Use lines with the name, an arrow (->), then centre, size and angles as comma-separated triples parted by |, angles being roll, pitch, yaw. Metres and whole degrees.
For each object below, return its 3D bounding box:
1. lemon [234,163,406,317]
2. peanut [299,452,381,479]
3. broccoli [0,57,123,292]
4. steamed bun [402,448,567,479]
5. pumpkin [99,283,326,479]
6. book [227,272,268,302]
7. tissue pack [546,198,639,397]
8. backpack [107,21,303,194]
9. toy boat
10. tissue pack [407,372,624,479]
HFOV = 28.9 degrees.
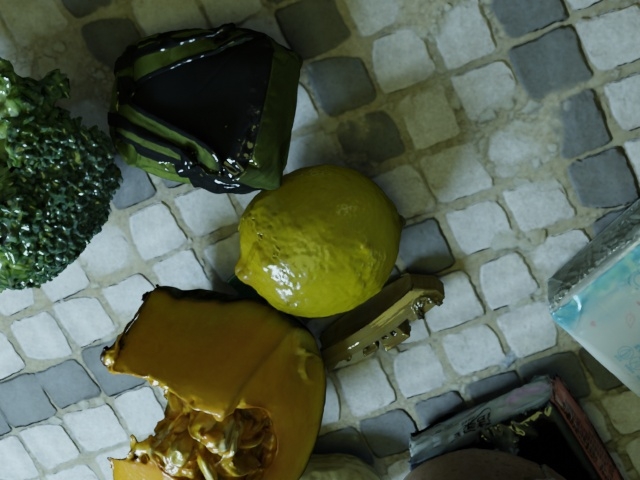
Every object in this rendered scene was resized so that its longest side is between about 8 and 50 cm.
lemon -> 0.000, 0.000, 1.573 | 0.231, 0.192, 0.192 | -18, 112, -11
peanut -> -0.045, 0.354, 1.797 | 0.274, 0.111, 0.125 | 11, 126, 9
broccoli -> -0.434, -0.105, 1.591 | 0.397, 0.275, 0.353 | 25, 112, 27
steamed bun -> 0.248, 0.390, 1.562 | 0.301, 0.251, 0.199 | 24, 106, -8
pumpkin -> -0.138, 0.219, 1.650 | 0.225, 0.256, 0.303 | 19, 121, 31
book -> -0.048, 0.047, 1.704 | 0.103, 0.017, 0.135 | 42, 115, -9
tissue pack -> 0.445, 0.100, 1.582 | 0.271, 0.124, 0.201 | 41, 118, -10
backpack -> -0.151, -0.165, 1.532 | 0.253, 0.140, 0.207 | 8, 84, 27
toy boat -> 0.082, 0.115, 1.690 | 0.206, 0.064, 0.072 | -36, 122, 24
tissue pack -> 0.300, 0.357, 1.730 | 0.245, 0.123, 0.332 | -29, 109, 17
